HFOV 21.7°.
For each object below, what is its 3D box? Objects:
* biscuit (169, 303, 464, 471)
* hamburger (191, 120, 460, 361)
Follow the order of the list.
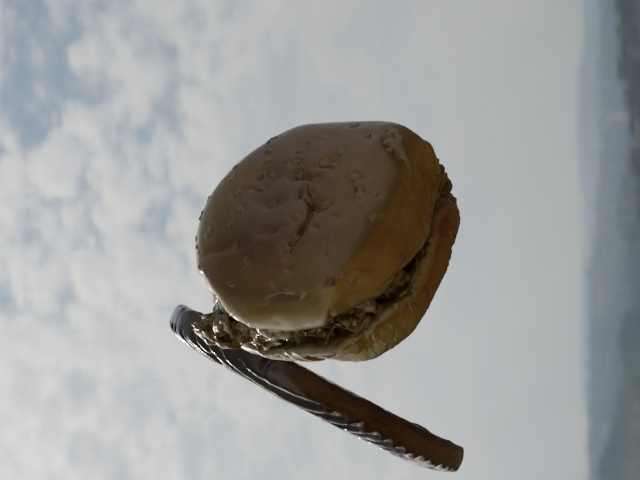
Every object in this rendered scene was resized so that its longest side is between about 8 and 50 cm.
[{"bbox_3d":[-0.006,0.147,1.620,0.040,0.318,0.318,-63,-13,-5],"label":"biscuit"},{"bbox_3d":[0.000,0.000,0.913,0.083,0.138,0.147,57,-134,-36],"label":"hamburger"}]
